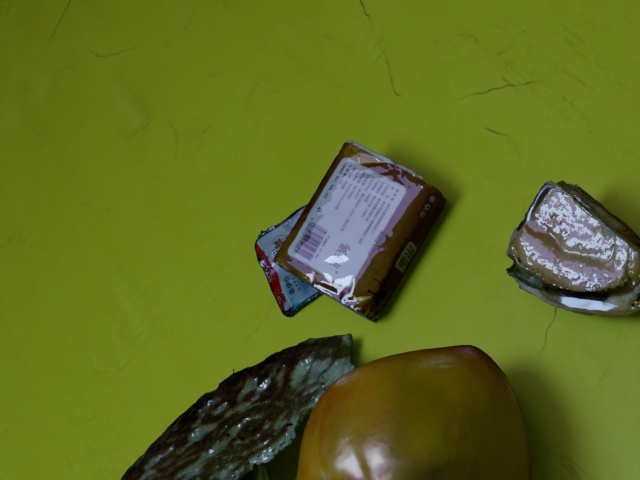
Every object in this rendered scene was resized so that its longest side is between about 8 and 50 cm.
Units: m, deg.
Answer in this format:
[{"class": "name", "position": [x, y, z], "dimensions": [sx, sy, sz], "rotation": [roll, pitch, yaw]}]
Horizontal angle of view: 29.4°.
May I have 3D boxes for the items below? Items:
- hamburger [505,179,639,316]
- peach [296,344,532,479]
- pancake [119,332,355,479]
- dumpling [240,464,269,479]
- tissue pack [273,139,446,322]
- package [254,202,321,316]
[{"class": "hamburger", "position": [0.360, 0.032, 1.597], "dimensions": [0.207, 0.135, 0.155], "rotation": [34, 105, 31]}, {"class": "peach", "position": [0.122, 0.281, 1.529], "dimensions": [0.289, 0.289, 0.308], "rotation": [-20, 17, 30]}, {"class": "pancake", "position": [-0.116, 0.282, 1.805], "dimensions": [0.426, 0.067, 0.305], "rotation": [-40, 23, -12]}, {"class": "dumpling", "position": [-0.142, 0.431, 1.751], "dimensions": [0.162, 0.132, 0.250], "rotation": [-12, 54, 37]}, {"class": "tissue pack", "position": [0.060, -0.016, 1.848], "dimensions": [0.183, 0.092, 0.226], "rotation": [30, 84, 24]}, {"class": "package", "position": [0.000, 0.000, 1.947], "dimensions": [0.232, 0.040, 0.166], "rotation": [-34, 57, 18]}]
